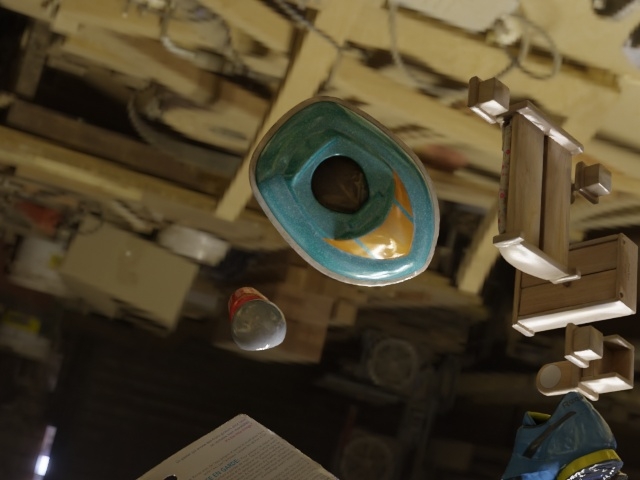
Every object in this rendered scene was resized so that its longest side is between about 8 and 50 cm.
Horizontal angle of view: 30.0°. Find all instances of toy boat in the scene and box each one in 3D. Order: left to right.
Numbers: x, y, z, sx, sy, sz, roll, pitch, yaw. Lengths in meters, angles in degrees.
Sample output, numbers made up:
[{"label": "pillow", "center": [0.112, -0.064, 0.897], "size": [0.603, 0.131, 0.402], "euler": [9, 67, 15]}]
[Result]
[{"label": "toy boat", "center": [0.000, 0.000, 1.465], "size": [0.267, 0.318, 0.148], "euler": [39, -178, -16]}]

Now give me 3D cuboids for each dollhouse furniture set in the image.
[{"label": "dollhouse furniture set", "center": [0.246, 0.014, 1.555], "size": [0.174, 0.303, 0.355], "euler": [-17, 145, 41]}]

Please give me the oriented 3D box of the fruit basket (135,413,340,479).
[{"label": "fruit basket", "center": [-0.071, 0.353, 1.278], "size": [0.353, 0.165, 0.327], "euler": [25, -144, 32]}]

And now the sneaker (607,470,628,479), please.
[{"label": "sneaker", "center": [0.339, 0.293, 1.436], "size": [0.044, 0.040, 0.109], "euler": [39, 166, 19]}]

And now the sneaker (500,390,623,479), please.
[{"label": "sneaker", "center": [0.206, 0.209, 1.111], "size": [0.069, 0.082, 0.209], "euler": [-8, 150, -24]}]
